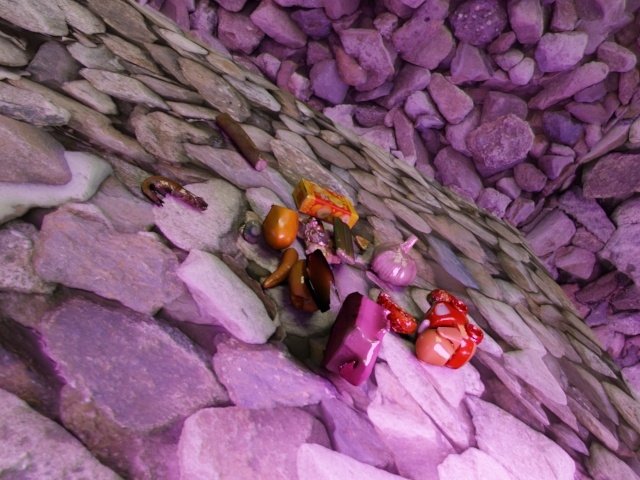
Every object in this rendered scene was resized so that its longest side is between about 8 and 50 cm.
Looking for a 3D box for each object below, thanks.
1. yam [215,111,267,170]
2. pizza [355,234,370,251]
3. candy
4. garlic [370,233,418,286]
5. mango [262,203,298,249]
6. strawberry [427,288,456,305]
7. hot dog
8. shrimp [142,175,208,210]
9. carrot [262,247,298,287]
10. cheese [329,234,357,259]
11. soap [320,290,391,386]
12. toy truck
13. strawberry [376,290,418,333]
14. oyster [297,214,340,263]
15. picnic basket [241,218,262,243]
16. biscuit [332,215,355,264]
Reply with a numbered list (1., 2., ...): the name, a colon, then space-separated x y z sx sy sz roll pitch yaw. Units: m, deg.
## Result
1. yam: -0.354 -0.450 2.332 0.083 0.083 0.371 -2 45 -52
2. pizza: 0.186 0.017 2.253 0.078 0.025 0.083 2 48 -42
3. candy: 0.022 -0.155 2.272 0.276 0.088 0.146 19 29 -31
4. garlic: 0.321 0.067 2.122 0.219 0.212 0.218 30 20 -12
5. mango: -0.138 -0.048 1.800 0.126 0.153 0.252 12 15 -7
6. strawberry: 0.536 0.262 2.222 0.187 0.082 0.146 7 44 -53
7. hot dog: -0.034 0.147 1.667 0.194 0.107 0.326 62 13 1
8. shrimp: -0.471 -0.145 1.688 0.219 0.046 0.152 28 25 -8
9. carrot: -0.119 0.095 1.707 0.066 0.062 0.271 64 22 -20
10. cheese: 0.093 0.026 2.109 0.145 0.038 0.095 39 26 -7
11. soap: 0.100 0.276 1.490 0.127 0.220 0.325 25 27 -3
12. toy truck: 0.416 0.329 1.827 0.239 0.189 0.264 11 34 -27
13. strawberry: 0.267 0.269 1.875 0.188 0.082 0.121 40 6 31
14. oyster: -0.012 -0.007 1.971 0.232 0.107 0.161 50 20 22
15. picnic basket: -0.234 -0.032 1.779 0.065 0.083 0.083 17 -8 -22
16. biscuit: 0.092 -0.007 2.047 0.099 0.038 0.322 42 20 -18
